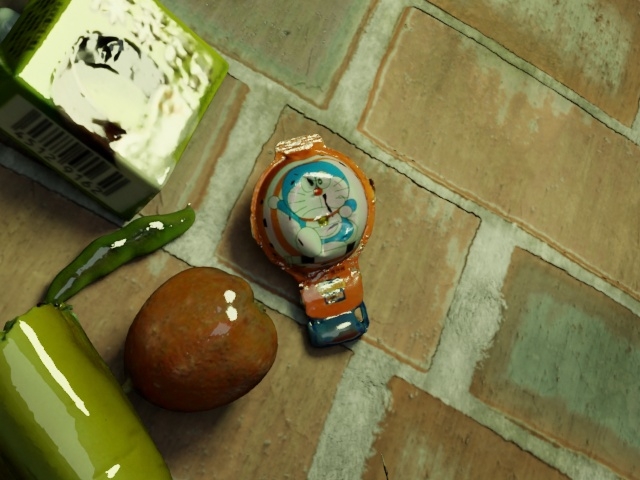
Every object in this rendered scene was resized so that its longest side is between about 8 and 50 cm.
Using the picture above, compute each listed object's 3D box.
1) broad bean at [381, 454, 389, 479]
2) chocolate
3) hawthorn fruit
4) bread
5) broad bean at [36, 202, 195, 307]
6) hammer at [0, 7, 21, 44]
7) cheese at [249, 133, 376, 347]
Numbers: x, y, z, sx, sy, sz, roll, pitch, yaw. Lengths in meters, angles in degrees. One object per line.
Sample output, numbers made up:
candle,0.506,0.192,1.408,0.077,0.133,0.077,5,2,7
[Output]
broad bean,-0.030,0.410,1.460,0.318,0.056,0.098,-15,79,-30
chocolate,-0.306,-0.231,1.472,0.301,0.137,0.288,40,59,-29
hawthorn fruit,-0.187,0.156,1.416,0.251,0.199,0.199,-35,88,-16
bread,-0.336,0.256,1.283,0.208,0.251,0.376,-29,83,-45
broad bean,-0.304,0.018,1.483,0.297,0.043,0.060,-34,99,-28
hammer,-0.422,-0.342,1.544,0.116,0.069,0.194,35,58,-7
cheese,0.000,0.000,1.572,0.217,0.129,0.329,-13,96,-21
